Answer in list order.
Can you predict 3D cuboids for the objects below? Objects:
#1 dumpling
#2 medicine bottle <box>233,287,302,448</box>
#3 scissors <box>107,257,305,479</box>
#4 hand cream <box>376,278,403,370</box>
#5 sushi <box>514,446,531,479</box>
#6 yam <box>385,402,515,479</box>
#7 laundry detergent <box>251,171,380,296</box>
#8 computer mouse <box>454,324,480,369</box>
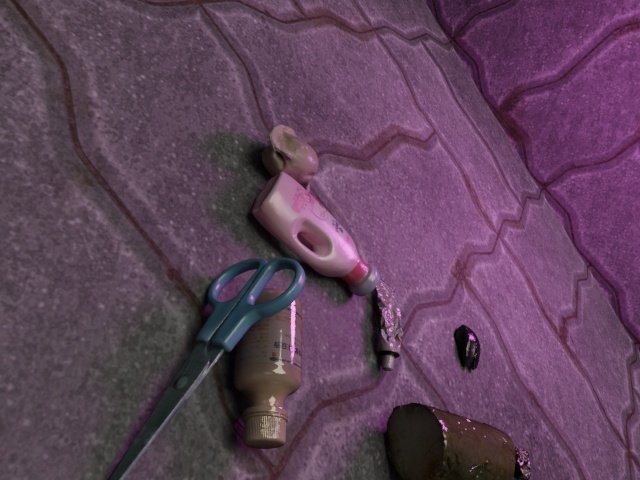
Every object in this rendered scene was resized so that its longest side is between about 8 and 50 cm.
[{"bbox_3d":[-0.071,-0.195,1.148,0.199,0.118,0.136,58,15,-50],"label":"dumpling"},{"bbox_3d":[-0.088,0.212,0.828,0.114,0.114,0.252,28,46,-34],"label":"medicine bottle"},{"bbox_3d":[-0.181,0.183,0.741,0.447,0.193,0.029,-56,132,-38],"label":"scissors"},{"bbox_3d":[0.160,0.192,1.183,0.084,0.050,0.257,33,40,-25],"label":"hand cream"},{"bbox_3d":[0.532,0.600,1.327,0.046,0.044,0.083,23,43,-8],"label":"sushi"},{"bbox_3d":[0.284,0.447,1.042,0.304,0.168,0.168,29,46,-32],"label":"yam"},{"bbox_3d":[0.000,0.000,1.101,0.335,0.088,0.159,43,44,-20],"label":"laundry detergent"},{"bbox_3d":[0.426,0.301,1.404,0.079,0.047,0.135,29,48,-32],"label":"computer mouse"}]
